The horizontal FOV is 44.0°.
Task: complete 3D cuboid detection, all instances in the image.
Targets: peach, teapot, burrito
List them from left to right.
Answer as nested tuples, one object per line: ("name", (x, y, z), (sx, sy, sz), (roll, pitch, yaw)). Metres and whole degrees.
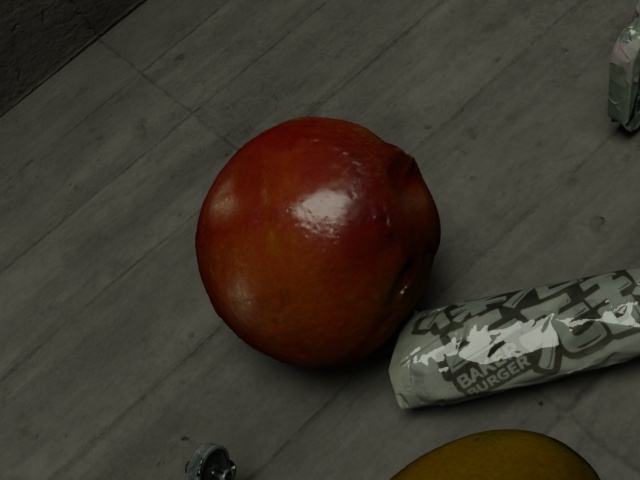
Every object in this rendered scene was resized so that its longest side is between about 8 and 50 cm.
("peach", (-0.001, -0.002, 1.114), (0.372, 0.290, 0.373), (-25, 45, 28))
("burrito", (0.301, 0.112, 1.012), (0.445, 0.101, 0.139), (-17, 41, 16))
("teapot", (0.508, -0.294, 1.174), (0.221, 0.178, 0.163), (-23, 47, 10))

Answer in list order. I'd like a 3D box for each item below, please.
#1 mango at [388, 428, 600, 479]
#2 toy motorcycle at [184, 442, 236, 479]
("mango", (0.151, 0.353, 0.823), (0.263, 0.221, 0.378), (18, 54, 41))
("toy motorcycle", (-0.213, 0.397, 1.033), (0.205, 0.127, 0.275), (5, 64, 30))
